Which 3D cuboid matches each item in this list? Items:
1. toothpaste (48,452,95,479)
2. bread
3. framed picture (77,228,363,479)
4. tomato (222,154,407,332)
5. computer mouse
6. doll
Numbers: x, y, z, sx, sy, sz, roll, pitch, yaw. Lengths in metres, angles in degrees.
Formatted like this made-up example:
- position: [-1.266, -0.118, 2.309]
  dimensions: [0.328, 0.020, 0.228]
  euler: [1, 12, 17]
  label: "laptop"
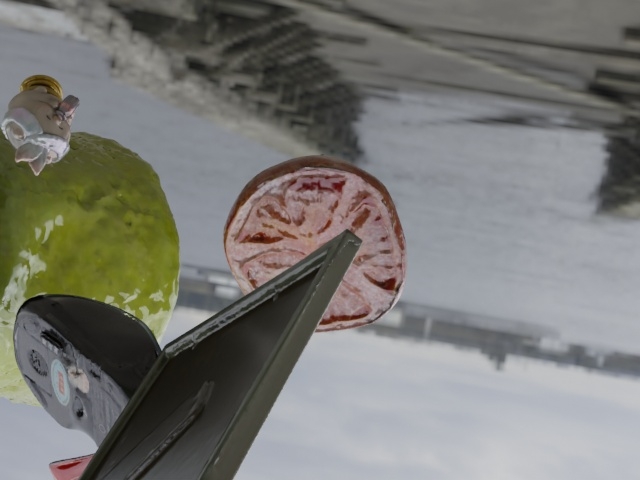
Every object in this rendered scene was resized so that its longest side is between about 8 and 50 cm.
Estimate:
- position: [-0.172, 0.200, 1.108]
  dimensions: [0.071, 0.045, 0.193]
  euler: [-10, 152, -15]
  label: "toothpaste"
- position: [-0.365, 0.030, 1.694]
  dimensions: [0.348, 0.348, 0.308]
  euler: [8, -179, 33]
  label: "bread"
- position: [-0.082, 0.102, 0.810]
  dimensions: [0.023, 0.189, 0.260]
  euler: [37, 148, -12]
  label: "framed picture"
- position: [0.000, 0.000, 1.789]
  dimensions: [0.237, 0.237, 0.095]
  euler: [10, -156, 1]
  label: "tomato"
- position: [-0.214, 0.133, 1.443]
  dimensions: [0.233, 0.137, 0.096]
  euler: [31, -133, 32]
  label: "computer mouse"
- position: [-0.284, -0.121, 1.488]
  dimensions: [0.084, 0.127, 0.073]
  euler: [-26, 131, 16]
  label: "doll"
